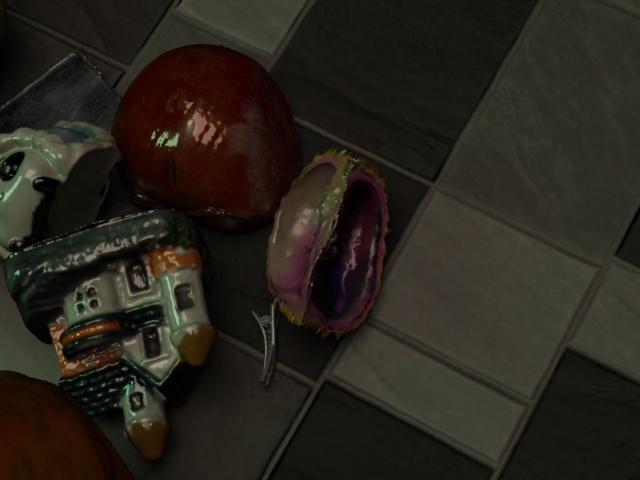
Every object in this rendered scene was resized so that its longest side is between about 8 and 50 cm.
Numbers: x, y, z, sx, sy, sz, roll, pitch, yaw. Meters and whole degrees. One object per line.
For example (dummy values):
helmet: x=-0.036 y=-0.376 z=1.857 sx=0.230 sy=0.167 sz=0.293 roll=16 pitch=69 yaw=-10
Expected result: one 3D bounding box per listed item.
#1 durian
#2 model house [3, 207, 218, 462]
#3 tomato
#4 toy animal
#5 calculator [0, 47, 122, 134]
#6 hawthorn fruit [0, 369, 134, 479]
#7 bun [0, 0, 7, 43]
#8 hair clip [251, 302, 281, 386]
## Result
durian: x=0.001 y=0.004 z=1.789 sx=0.187 sy=0.154 sz=0.260 roll=21 pitch=77 yaw=36
model house: x=-0.256 y=0.143 z=1.721 sx=0.272 sy=0.190 sz=0.300 roll=-15 pitch=69 yaw=-3
tomato: x=-0.164 y=-0.167 z=1.841 sx=0.309 sy=0.170 sz=0.309 roll=0 pitch=75 yaw=0
toy animal: x=-0.390 y=-0.076 z=1.789 sx=0.156 sy=0.204 sz=0.208 roll=33 pitch=113 yaw=19
calculator: x=-0.421 y=-0.160 z=1.944 sx=0.262 sy=0.021 sz=0.161 roll=-39 pitch=71 yaw=-9
hawthorn fruit: x=-0.397 y=0.373 z=1.506 sx=0.472 sy=0.472 sz=0.471 roll=-2 pitch=69 yaw=4
bun: x=-0.592 y=-0.319 z=1.921 sx=0.282 sy=0.205 sz=0.281 roll=-2 pitch=59 yaw=3
hair clip: x=-0.078 y=0.145 z=1.791 sx=0.039 sy=0.030 sz=0.115 roll=-8 pitch=65 yaw=23
